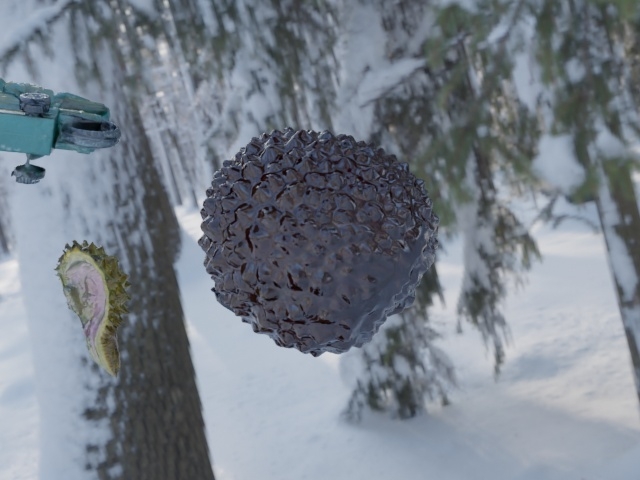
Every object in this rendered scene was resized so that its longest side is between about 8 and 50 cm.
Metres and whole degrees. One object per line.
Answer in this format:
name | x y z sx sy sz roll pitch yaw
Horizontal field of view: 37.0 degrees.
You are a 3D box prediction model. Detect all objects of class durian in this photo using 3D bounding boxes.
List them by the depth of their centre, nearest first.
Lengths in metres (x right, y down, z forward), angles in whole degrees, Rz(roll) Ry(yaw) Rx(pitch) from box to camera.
durian | -0.336 0.102 1.502 0.140 0.224 0.078 -15 1 38

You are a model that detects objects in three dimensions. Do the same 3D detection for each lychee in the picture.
lychee | 0.000 0.000 1.266 0.306 0.330 0.306 -44 18 19

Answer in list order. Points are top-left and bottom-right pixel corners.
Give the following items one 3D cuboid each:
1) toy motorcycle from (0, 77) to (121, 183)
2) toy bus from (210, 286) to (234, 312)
toy motorcycle | -0.411 -0.156 1.228 0.296 0.109 0.198 4 21 -23
toy bus | -0.036 0.046 1.626 0.171 0.162 0.386 28 7 7
